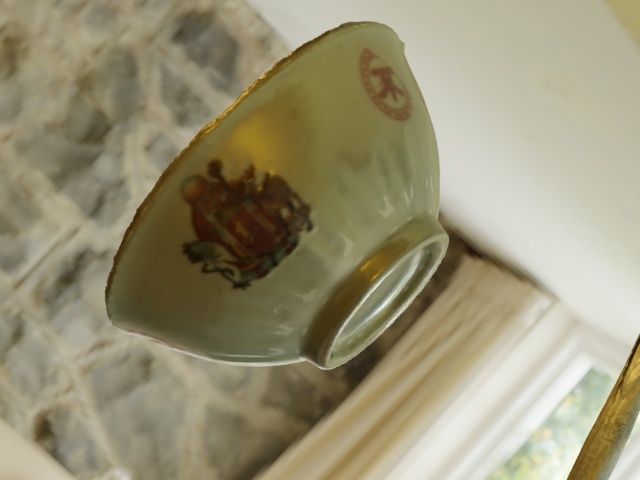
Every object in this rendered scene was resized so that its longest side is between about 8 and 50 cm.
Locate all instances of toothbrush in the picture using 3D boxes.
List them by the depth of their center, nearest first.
[{"bbox_3d":[0.295,0.098,1.484,0.035,0.413,0.042,15,-20,44],"label":"toothbrush"}]

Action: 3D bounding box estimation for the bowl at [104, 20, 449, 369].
[{"bbox_3d":[0.000,0.000,1.341,0.157,0.337,0.337,43,-6,16],"label":"bowl"}]
